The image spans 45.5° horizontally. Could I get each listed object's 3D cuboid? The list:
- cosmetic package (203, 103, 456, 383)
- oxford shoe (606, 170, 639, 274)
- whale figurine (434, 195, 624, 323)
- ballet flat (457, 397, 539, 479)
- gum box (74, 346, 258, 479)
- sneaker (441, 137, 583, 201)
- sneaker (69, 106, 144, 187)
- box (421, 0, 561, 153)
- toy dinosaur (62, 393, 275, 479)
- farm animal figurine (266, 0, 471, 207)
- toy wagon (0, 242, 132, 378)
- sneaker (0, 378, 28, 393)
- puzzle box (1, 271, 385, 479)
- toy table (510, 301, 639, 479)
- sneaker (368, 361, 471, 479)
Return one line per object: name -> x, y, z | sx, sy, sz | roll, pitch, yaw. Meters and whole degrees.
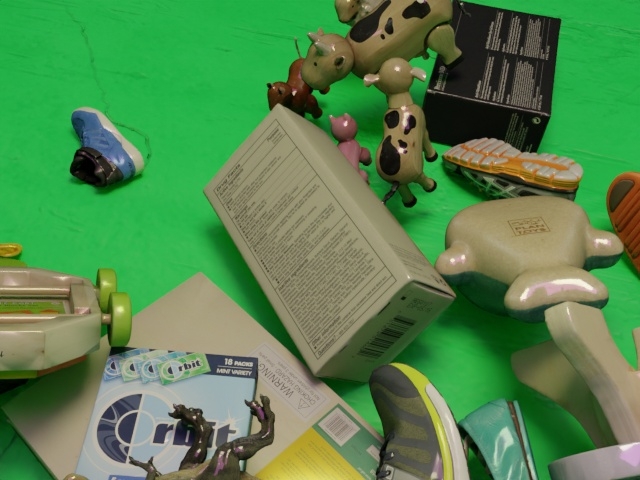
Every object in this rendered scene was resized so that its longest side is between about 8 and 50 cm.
cosmetic package -> 0.000, 0.000, 0.913 | 0.113, 0.160, 0.309 | 22, 28, -50
oxford shoe -> 0.527, 0.035, 0.971 | 0.132, 0.130, 0.364 | -30, 68, -31
whale figurine -> 0.241, 0.043, 0.884 | 0.216, 0.141, 0.272 | -7, 20, 2
ballet flat -> 0.182, 0.263, 0.719 | 0.087, 0.083, 0.247 | -21, 40, 10
gum box -> -0.149, 0.197, 0.755 | 0.157, 0.041, 0.184 | 4, 50, 0
sneaker -> 0.262, -0.086, 1.082 | 0.084, 0.083, 0.215 | -32, 40, -33
sneaker -> -0.329, -0.131, 1.085 | 0.152, 0.058, 0.084 | 42, 49, 20
box -> 0.271, -0.261, 1.215 | 0.184, 0.103, 0.261 | 15, 50, 6
toy dinosaur -> -0.091, 0.203, 0.684 | 0.268, 0.064, 0.118 | 1, 55, 0
farm animal figurine -> 0.073, -0.238, 1.056 | 0.327, 0.172, 0.330 | -50, 53, -3
toy wagon -> -0.356, 0.064, 0.827 | 0.267, 0.068, 0.344 | 3, 9, -22
sneaker -> -0.450, 0.200, 0.768 | 0.341, 0.125, 0.140 | -21, 91, -33
puzzle box -> -0.099, 0.234, 0.789 | 0.272, 0.052, 0.409 | -35, 60, -30
toy table -> 0.315, 0.152, 0.754 | 0.252, 0.274, 0.161 | -23, 63, 28
sneaker -> 0.075, 0.244, 0.691 | 0.121, 0.111, 0.300 | -7, 49, -6
